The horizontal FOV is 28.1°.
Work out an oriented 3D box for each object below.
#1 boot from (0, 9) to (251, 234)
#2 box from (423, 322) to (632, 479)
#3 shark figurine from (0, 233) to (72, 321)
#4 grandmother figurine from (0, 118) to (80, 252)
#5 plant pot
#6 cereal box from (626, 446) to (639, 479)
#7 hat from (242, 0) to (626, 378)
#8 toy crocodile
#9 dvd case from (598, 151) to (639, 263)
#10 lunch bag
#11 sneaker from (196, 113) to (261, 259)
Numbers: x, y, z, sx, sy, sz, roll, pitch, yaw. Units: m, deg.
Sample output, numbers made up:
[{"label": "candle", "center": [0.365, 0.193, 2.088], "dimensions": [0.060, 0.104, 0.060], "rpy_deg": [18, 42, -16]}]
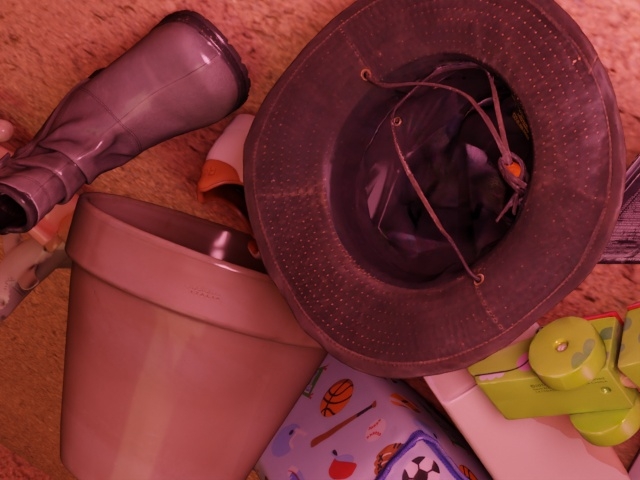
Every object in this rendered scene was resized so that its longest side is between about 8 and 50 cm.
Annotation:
[{"label": "boot", "center": [-0.220, -0.095, 1.263], "dimensions": [0.118, 0.223, 0.338], "rpy_deg": [51, 149, -11]}, {"label": "box", "center": [0.212, 0.188, 1.332], "dimensions": [0.311, 0.121, 0.148], "rpy_deg": [54, -178, -38]}, {"label": "shark figurine", "center": [-0.359, 0.029, 1.815], "dimensions": [0.278, 0.166, 0.116], "rpy_deg": [-15, 155, 35]}, {"label": "grandmother figurine", "center": [-0.442, -0.122, 1.620], "dimensions": [0.342, 0.104, 0.208], "rpy_deg": [39, 144, -18]}, {"label": "plant pot", "center": [-0.145, 0.130, 1.367], "dimensions": [0.323, 0.280, 0.323], "rpy_deg": [19, -176, -1]}, {"label": "cereal box", "center": [0.421, 0.281, 1.398], "dimensions": [0.173, 0.047, 0.240], "rpy_deg": [24, 152, 15]}, {"label": "hat", "center": [0.103, -0.054, 1.037], "dimensions": [0.331, 0.331, 0.134], "rpy_deg": [17, -170, 29]}, {"label": "toy crocodile", "center": [0.284, 0.094, 1.085], "dimensions": [0.340, 0.105, 0.115], "rpy_deg": [-17, 131, 37]}, {"label": "dvd case", "center": [0.295, -0.033, 0.954], "dimensions": [0.164, 0.018, 0.221], "rpy_deg": [1, 155, -10]}, {"label": "lunch bag", "center": [0.111, 0.337, 1.530], "dimensions": [0.385, 0.239, 0.328], "rpy_deg": [42, -176, -28]}, {"label": "sneaker", "center": [0.000, 0.000, 1.311], "dimensions": [0.290, 0.123, 0.106], "rpy_deg": [33, 152, -2]}]
